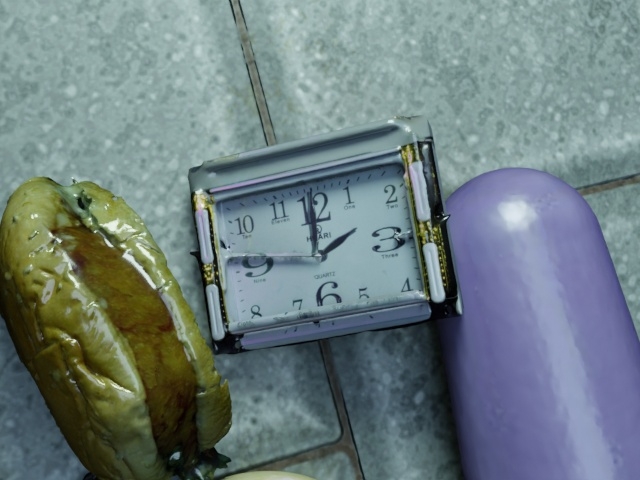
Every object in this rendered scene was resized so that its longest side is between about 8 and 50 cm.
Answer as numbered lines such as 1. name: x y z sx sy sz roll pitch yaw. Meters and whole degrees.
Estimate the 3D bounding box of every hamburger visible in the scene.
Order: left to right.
1. hamburger: -0.182 0.078 0.707 0.133 0.211 0.308 -27 87 -22

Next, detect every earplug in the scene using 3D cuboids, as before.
1. earplug: 0.218 0.152 0.806 0.215 0.215 0.455 -10 80 -16

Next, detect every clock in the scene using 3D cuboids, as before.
1. clock: 0.000 0.000 0.795 0.253 0.083 0.186 -10 82 15

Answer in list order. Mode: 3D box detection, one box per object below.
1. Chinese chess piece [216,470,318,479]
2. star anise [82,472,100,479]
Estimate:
1. Chinese chess piece: -0.050 0.343 0.747 0.270 0.112 0.269 3 79 -15
2. star anise: -0.227 0.309 0.707 0.212 0.053 0.157 -39 52 -17
